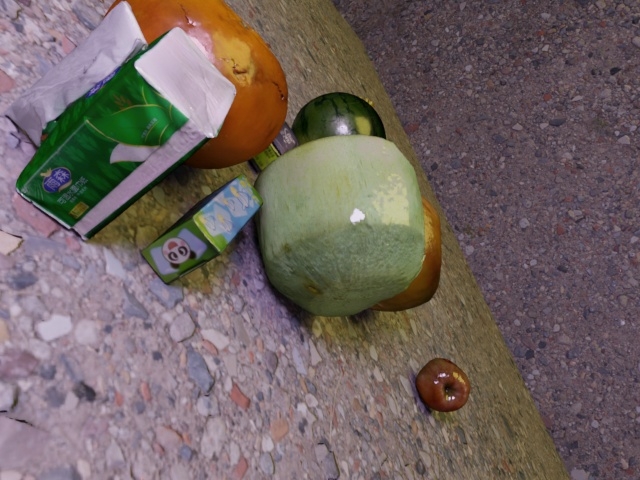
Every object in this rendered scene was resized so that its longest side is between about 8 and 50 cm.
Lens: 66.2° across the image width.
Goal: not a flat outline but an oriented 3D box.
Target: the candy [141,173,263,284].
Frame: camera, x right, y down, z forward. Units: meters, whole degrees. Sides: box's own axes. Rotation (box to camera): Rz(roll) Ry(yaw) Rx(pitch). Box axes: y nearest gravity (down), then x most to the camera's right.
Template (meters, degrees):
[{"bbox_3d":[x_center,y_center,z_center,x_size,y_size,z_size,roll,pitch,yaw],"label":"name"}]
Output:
[{"bbox_3d":[-0.157,-0.023,0.694,0.062,0.097,0.194,56,22,-15],"label":"candy"}]

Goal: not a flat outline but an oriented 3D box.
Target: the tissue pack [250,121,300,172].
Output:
[{"bbox_3d":[-0.147,-0.272,1.054,0.235,0.073,0.173,56,22,-12],"label":"tissue pack"}]

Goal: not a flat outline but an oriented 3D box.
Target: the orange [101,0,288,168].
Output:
[{"bbox_3d":[-0.183,-0.237,0.725,0.284,0.226,0.283,43,20,-20],"label":"orange"}]

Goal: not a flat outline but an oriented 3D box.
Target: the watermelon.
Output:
[{"bbox_3d":[0.044,-0.243,1.212,0.242,0.243,0.242,47,26,-31],"label":"watermelon"}]

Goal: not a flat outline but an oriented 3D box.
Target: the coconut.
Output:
[{"bbox_3d":[0.028,-0.042,0.857,0.282,0.328,0.328,3,53,-24],"label":"coconut"}]

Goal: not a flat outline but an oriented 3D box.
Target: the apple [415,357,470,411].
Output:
[{"bbox_3d":[0.297,0.354,1.196,0.126,0.126,0.102,60,-3,-3],"label":"apple"}]

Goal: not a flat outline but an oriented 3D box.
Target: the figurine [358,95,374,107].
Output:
[{"bbox_3d":[0.101,-0.251,1.469,0.188,0.168,0.314,-5,71,-20],"label":"figurine"}]

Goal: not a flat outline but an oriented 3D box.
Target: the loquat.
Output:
[{"bbox_3d":[0.146,0.023,1.106,0.283,0.276,0.275,62,11,-57],"label":"loquat"}]

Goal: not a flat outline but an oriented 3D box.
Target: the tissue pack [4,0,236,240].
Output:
[{"bbox_3d":[-0.225,-0.133,0.534,0.156,0.209,0.147,45,27,-29],"label":"tissue pack"}]
